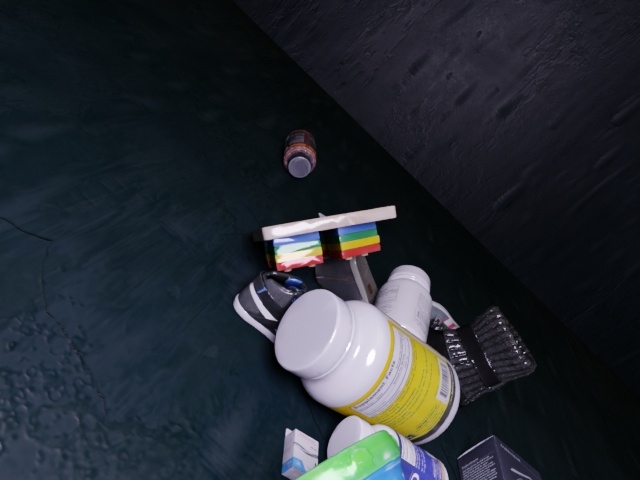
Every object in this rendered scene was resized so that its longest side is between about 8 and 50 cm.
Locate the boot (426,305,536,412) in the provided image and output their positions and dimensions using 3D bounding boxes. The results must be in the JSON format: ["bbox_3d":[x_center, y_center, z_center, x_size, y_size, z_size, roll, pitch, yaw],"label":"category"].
[{"bbox_3d":[0.315,0.224,1.225,0.348,0.260,0.131,53,24,18],"label":"boot"}]

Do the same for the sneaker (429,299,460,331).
[{"bbox_3d":[0.335,0.282,1.356,0.295,0.124,0.178,39,14,-18],"label":"sneaker"}]

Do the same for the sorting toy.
[{"bbox_3d":[0.000,0.000,1.047,0.257,0.255,0.090,175,-95,-78],"label":"sorting toy"}]

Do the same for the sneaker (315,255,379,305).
[{"bbox_3d":[0.072,0.134,1.215,0.083,0.118,0.222,-32,108,-58],"label":"sneaker"}]

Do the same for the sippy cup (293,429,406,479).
[{"bbox_3d":[0.038,0.369,0.550,0.305,0.240,0.224,-14,59,-37],"label":"sippy cup"}]

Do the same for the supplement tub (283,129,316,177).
[{"bbox_3d":[-0.066,-0.274,1.616,0.106,0.106,0.198,36,24,-21],"label":"supplement tub"}]

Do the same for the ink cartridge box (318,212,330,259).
[{"bbox_3d":[0.032,0.020,1.345,0.104,0.061,0.181,28,29,-35],"label":"ink cartridge box"}]

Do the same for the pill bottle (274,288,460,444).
[{"bbox_3d":[0.085,0.223,0.895,0.334,0.188,0.188,38,23,-33],"label":"pill bottle"}]

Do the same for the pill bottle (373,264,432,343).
[{"bbox_3d":[0.183,0.161,1.141,0.131,0.131,0.229,41,36,-9],"label":"pill bottle"}]

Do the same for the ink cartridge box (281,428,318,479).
[{"bbox_3d":[-0.030,0.324,0.774,0.048,0.028,0.083,37,24,-19],"label":"ink cartridge box"}]

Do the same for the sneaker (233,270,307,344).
[{"bbox_3d":[-0.044,0.141,0.937,0.217,0.121,0.079,38,25,-16],"label":"sneaker"}]

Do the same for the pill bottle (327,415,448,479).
[{"bbox_3d":[0.107,0.368,0.824,0.186,0.112,0.112,37,24,-17],"label":"pill bottle"}]

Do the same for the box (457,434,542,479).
[{"bbox_3d":[0.374,0.530,1.011,0.153,0.108,0.207,41,23,-10],"label":"box"}]
